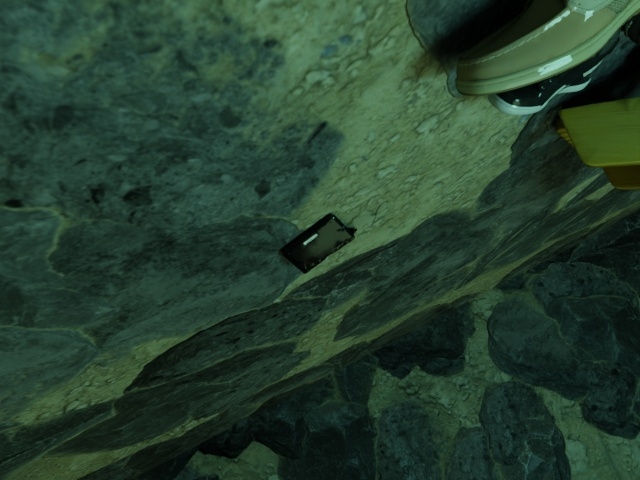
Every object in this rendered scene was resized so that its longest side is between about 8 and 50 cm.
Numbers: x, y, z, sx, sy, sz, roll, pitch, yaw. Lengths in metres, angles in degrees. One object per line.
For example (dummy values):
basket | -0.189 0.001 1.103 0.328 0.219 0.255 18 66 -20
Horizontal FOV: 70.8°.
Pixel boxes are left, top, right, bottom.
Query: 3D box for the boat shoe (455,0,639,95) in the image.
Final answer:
boat shoe | 0.295 -0.288 0.515 0.341 0.122 0.110 -33 119 1

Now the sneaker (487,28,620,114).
sneaker | 0.335 -0.263 0.637 0.216 0.079 0.121 -26 154 -26

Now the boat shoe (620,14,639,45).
boat shoe | 0.516 -0.375 0.610 0.081 0.069 0.228 -15 152 -29

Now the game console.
game console | 0.000 0.000 0.851 0.122 0.071 0.107 -37 125 15

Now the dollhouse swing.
dollhouse swing | 0.656 -0.088 0.881 0.315 0.305 0.346 1 179 40
